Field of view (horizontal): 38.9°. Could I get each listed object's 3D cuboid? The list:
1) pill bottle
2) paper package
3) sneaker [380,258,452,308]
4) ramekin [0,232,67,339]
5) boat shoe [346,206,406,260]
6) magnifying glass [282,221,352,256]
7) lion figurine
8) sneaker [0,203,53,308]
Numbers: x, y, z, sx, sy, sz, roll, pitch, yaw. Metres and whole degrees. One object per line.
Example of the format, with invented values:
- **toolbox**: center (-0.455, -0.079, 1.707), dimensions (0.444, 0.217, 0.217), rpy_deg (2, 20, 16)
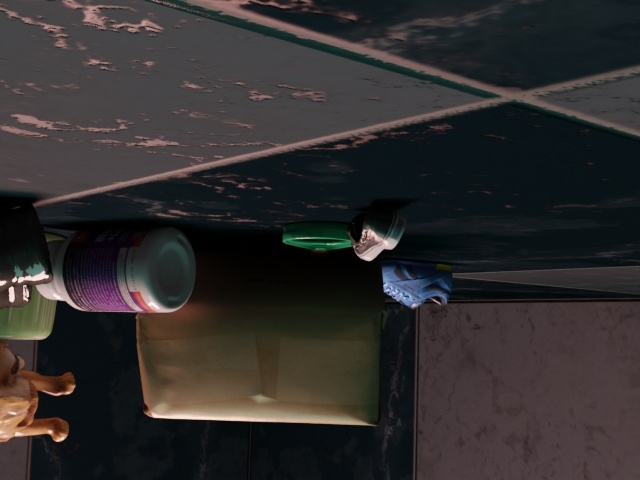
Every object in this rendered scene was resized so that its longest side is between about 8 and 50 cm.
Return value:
- **pill bottle**: center (-0.266, 0.037, 1.155), dimensions (0.194, 0.108, 0.108), rpy_deg (-1, 173, 27)
- **paper package**: center (-0.071, 0.127, 1.319), dimensions (0.325, 0.168, 0.309), rpy_deg (1, -165, 2)
- **sneaker**: center (0.140, 0.074, 1.544), dimensions (0.209, 0.082, 0.069), rpy_deg (7, 174, -31)
- **ramekin**: center (-0.517, 0.064, 1.285), dimensions (0.304, 0.148, 0.303), rpy_deg (2, 174, 0)
- **boat shoe**: center (0.050, -0.012, 0.928), dimensions (0.040, 0.049, 0.142), rpy_deg (22, 169, -8)
- **magnifying glass**: center (0.000, 0.000, 1.150), dimensions (0.092, 0.026, 0.231), rpy_deg (1, 172, -1)
- **lion figurine**: center (-0.527, 0.212, 1.358), dimensions (0.392, 0.142, 0.240), rpy_deg (2, 169, 42)
- **sneaker**: center (-0.386, 0.028, 1.009), dimensions (0.130, 0.109, 0.286), rpy_deg (-16, 174, -27)
